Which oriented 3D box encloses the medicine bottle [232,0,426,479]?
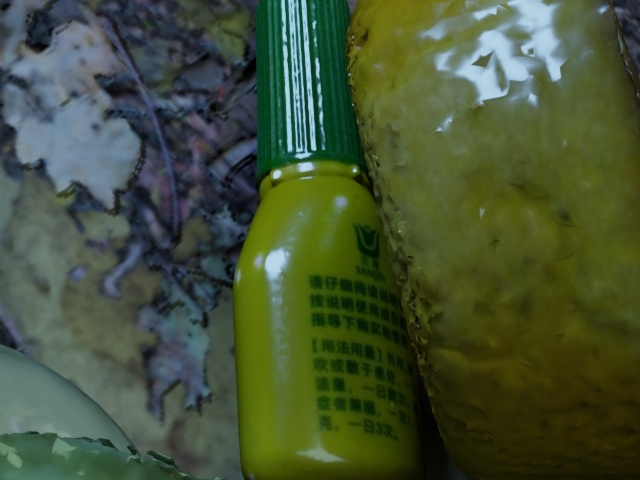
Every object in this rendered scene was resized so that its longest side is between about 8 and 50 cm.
[{"bbox_3d":[0.000,0.000,0.835,0.095,0.064,0.260,16,59,-37],"label":"medicine bottle"}]

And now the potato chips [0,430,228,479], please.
[{"bbox_3d":[-0.035,0.257,0.631,0.429,0.070,0.358,24,62,-34],"label":"potato chips"}]

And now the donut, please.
[{"bbox_3d":[0.084,-0.010,0.787,0.108,0.277,0.277,-14,70,5],"label":"donut"}]

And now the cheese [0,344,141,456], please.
[{"bbox_3d":[-0.089,0.146,0.702,0.249,0.071,0.163,31,58,-21],"label":"cheese"}]
